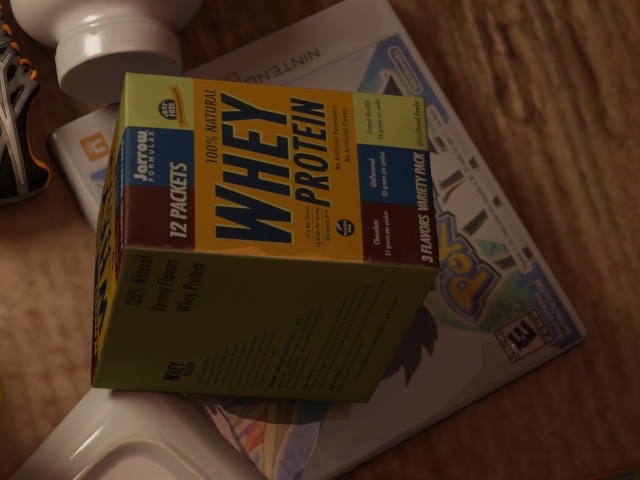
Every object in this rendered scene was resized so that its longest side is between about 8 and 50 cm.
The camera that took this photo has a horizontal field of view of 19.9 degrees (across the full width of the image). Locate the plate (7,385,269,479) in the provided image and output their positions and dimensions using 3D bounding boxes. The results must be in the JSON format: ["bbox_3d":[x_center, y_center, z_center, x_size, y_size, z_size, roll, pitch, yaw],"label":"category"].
[{"bbox_3d":[-0.123,0.262,1.247,0.278,0.045,0.277,42,76,4],"label":"plate"}]

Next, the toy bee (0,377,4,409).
[{"bbox_3d":[-0.289,0.146,1.185,0.195,0.162,0.298,9,37,-28],"label":"toy bee"}]

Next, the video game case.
[{"bbox_3d":[0.000,0.000,1.389,0.300,0.036,0.329,-26,80,-20],"label":"video game case"}]

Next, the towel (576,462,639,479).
[{"bbox_3d":[0.328,0.283,1.372,0.370,0.040,0.271,-13,75,-18],"label":"towel"}]

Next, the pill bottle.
[{"bbox_3d":[-0.166,-0.240,1.369,0.146,0.146,0.264,-6,72,-15],"label":"pill bottle"}]

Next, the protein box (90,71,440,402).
[{"bbox_3d":[-0.045,0.004,1.240,0.201,0.200,0.136,4,59,-12],"label":"protein box"}]

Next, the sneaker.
[{"bbox_3d":[-0.250,-0.123,1.352,0.083,0.084,0.214,-4,81,-19],"label":"sneaker"}]
